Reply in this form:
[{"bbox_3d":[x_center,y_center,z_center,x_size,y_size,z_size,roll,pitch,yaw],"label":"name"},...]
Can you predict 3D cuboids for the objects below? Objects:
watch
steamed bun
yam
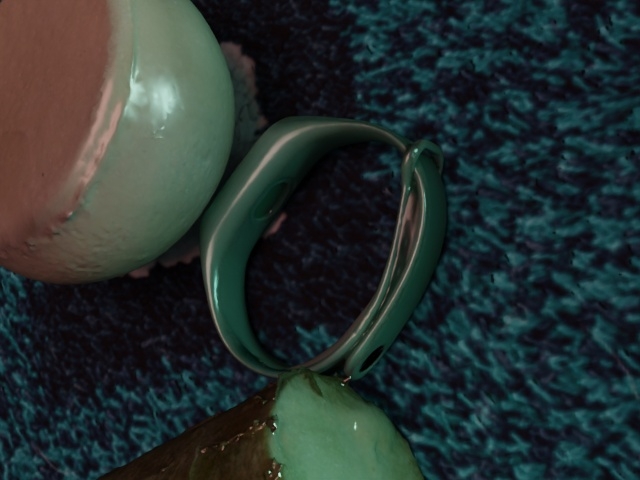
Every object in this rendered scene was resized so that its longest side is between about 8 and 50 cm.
[{"bbox_3d":[0.000,0.000,0.708,0.195,0.068,0.237,43,103,25],"label":"watch"},{"bbox_3d":[-0.187,-0.096,0.757,0.283,0.177,0.283,-12,71,38],"label":"steamed bun"},{"bbox_3d":[-0.079,0.238,0.642,0.300,0.195,0.195,-33,68,18],"label":"yam"}]
